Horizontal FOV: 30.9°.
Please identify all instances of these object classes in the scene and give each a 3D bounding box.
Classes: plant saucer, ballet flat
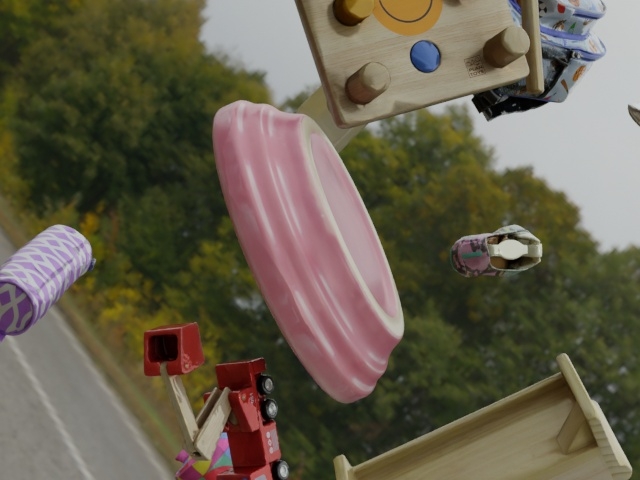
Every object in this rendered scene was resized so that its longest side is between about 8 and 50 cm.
[{"bbox_3d":[0.000,0.000,1.195,0.332,0.084,0.332,61,12,-23],"label":"plant saucer"},{"bbox_3d":[0.275,0.016,1.695,0.079,0.077,0.221,-7,-1,37],"label":"ballet flat"}]

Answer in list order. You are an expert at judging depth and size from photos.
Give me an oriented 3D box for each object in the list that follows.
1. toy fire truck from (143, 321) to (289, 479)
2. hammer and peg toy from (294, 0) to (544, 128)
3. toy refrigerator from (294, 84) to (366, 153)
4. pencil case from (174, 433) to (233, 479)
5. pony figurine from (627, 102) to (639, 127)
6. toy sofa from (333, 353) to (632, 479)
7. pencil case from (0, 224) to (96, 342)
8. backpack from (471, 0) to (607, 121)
[{"bbox_3d":[-0.096,0.167,1.093,0.135,0.047,0.192,-11,92,-58],"label":"toy fire truck"},{"bbox_3d":[0.146,-0.286,1.352,0.127,0.361,0.266,156,-82,-70],"label":"hammer and peg toy"},{"bbox_3d":[0.080,-0.264,1.862,0.094,0.269,0.102,45,-2,5],"label":"toy refrigerator"},{"bbox_3d":[-0.079,0.342,1.490,0.236,0.104,0.104,44,-7,-2],"label":"pencil case"},{"bbox_3d":[0.403,-0.026,0.991,0.303,0.363,0.351,4,8,10],"label":"pony figurine"},{"bbox_3d":[0.212,0.318,1.513,0.177,0.362,0.150,60,8,-26],"label":"toy sofa"},{"bbox_3d":[-0.374,0.050,1.521,0.086,0.088,0.206,35,24,-2],"label":"pencil case"},{"bbox_3d":[0.298,-0.326,1.737,0.263,0.213,0.276,10,44,-51],"label":"backpack"}]
